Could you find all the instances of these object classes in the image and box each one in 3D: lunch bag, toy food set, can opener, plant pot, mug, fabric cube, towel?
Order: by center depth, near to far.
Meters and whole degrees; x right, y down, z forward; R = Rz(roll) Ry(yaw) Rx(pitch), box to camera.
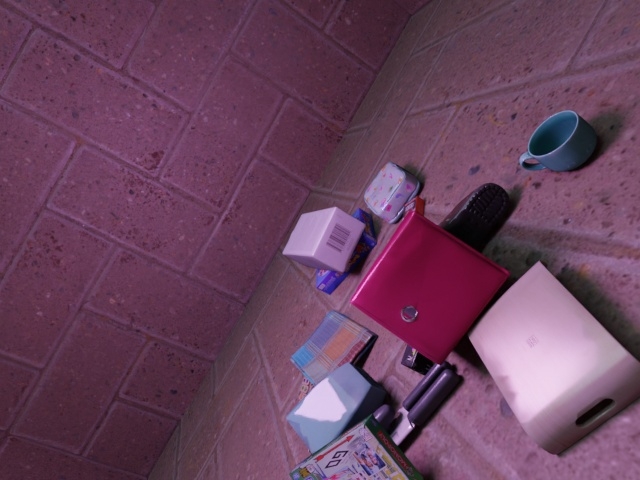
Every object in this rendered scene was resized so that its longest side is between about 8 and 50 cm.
[{"bbox_3d":[0.436,0.207,0.806,0.220,0.092,0.306,-52,28,23],"label":"toy food set"},{"bbox_3d":[0.586,-0.232,1.024,0.129,0.097,0.157,-63,17,-7],"label":"mug"},{"bbox_3d":[0.258,0.099,1.036,0.258,0.254,0.259,-56,-7,9],"label":"fabric cube"},{"bbox_3d":[0.219,0.409,1.037,0.283,0.095,0.076,-56,19,14],"label":"can opener"},{"bbox_3d":[0.061,0.477,1.187,0.234,0.165,0.165,-52,47,-2],"label":"plant pot"},{"bbox_3d":[0.034,0.396,1.535,0.271,0.040,0.370,-48,16,-12],"label":"towel"},{"bbox_3d":[0.291,-0.200,1.751,0.224,0.107,0.279,-58,17,16],"label":"lunch bag"}]

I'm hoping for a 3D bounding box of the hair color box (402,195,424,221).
[{"bbox_3d":[0.342,-0.091,1.550,0.072,0.043,0.141,-38,29,47],"label":"hair color box"}]

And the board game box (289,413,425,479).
[{"bbox_3d":[0.085,0.572,0.985,0.317,0.213,0.046,-49,-15,31],"label":"board game box"}]

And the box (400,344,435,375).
[{"bbox_3d":[0.263,0.311,1.086,0.052,0.083,0.062,-16,47,65],"label":"box"}]

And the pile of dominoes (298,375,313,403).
[{"bbox_3d":[-0.035,0.528,1.626,0.196,0.040,0.251,-42,25,43],"label":"pile of dominoes"}]

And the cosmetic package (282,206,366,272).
[{"bbox_3d":[0.000,0.000,1.882,0.230,0.161,0.453,-64,18,-9],"label":"cosmetic package"}]

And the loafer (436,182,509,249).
[{"bbox_3d":[0.389,-0.004,1.207,0.366,0.134,0.130,-46,-3,11],"label":"loafer"}]

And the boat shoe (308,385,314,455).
[{"bbox_3d":[-0.014,0.599,1.384,0.257,0.095,0.095,-92,26,-61],"label":"boat shoe"}]

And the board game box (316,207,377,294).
[{"bbox_3d":[0.109,0.049,1.907,0.347,0.078,0.233,-50,21,28],"label":"board game box"}]
